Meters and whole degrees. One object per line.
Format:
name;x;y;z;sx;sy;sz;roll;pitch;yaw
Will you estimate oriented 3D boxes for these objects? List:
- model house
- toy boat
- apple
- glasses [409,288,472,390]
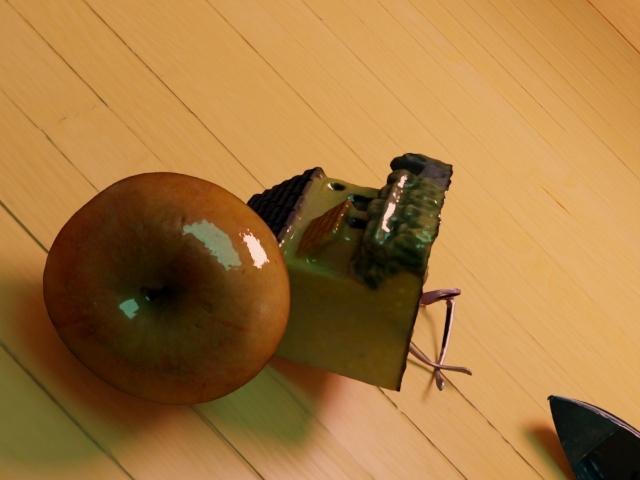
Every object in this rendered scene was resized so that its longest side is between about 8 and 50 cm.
model house;0.000;0.000;0.975;0.211;0.170;0.194;13;34;8
toy boat;0.350;0.268;1.140;0.299;0.096;0.062;46;21;6
apple;-0.110;0.036;0.815;0.182;0.182;0.155;43;3;-2
glasses;0.107;0.105;1.111;0.140;0.062;0.104;-2;77;-49
